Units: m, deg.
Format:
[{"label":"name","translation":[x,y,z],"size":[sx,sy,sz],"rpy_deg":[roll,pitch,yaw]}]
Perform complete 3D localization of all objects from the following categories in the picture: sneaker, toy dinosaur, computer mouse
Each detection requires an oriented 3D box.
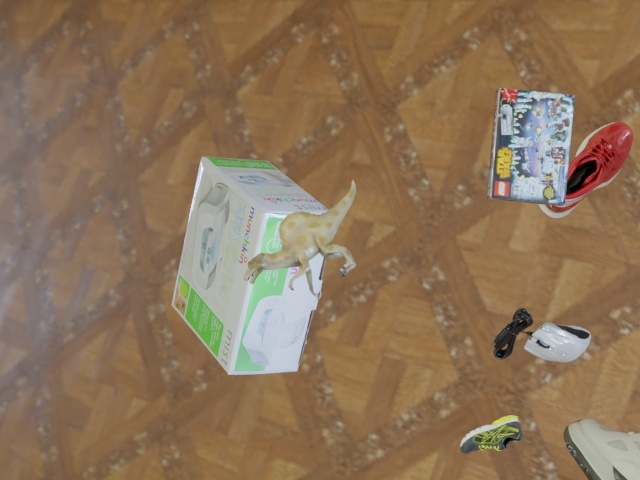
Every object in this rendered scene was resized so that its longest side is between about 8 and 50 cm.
[{"label":"sneaker","translation":[0.584,0.376,1.724],"size":[0.257,0.169,0.447],"rpy_deg":[-36,22,1]},{"label":"toy dinosaur","translation":[0.000,0.000,1.211],"size":[0.183,0.053,0.092],"rpy_deg":[-38,81,-21]},{"label":"computer mouse","translation":[0.376,0.168,1.765],"size":[0.106,0.193,0.042],"rpy_deg":[-59,34,32]},{"label":"sneaker","translation":[0.211,0.247,1.326],"size":[0.083,0.031,0.035],"rpy_deg":[-32,56,15]},{"label":"sneaker","translation":[0.466,-0.128,1.784],"size":[0.221,0.087,0.128],"rpy_deg":[-48,0,-16]}]

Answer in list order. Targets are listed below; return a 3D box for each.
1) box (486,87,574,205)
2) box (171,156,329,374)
[{"label":"box","translation":[0.257,-0.114,1.310],"size":[0.027,0.094,0.137],"rpy_deg":[172,102,-87]},{"label":"box","translation":[-0.105,0.035,1.622],"size":[0.231,0.127,0.262],"rpy_deg":[42,124,52]}]
